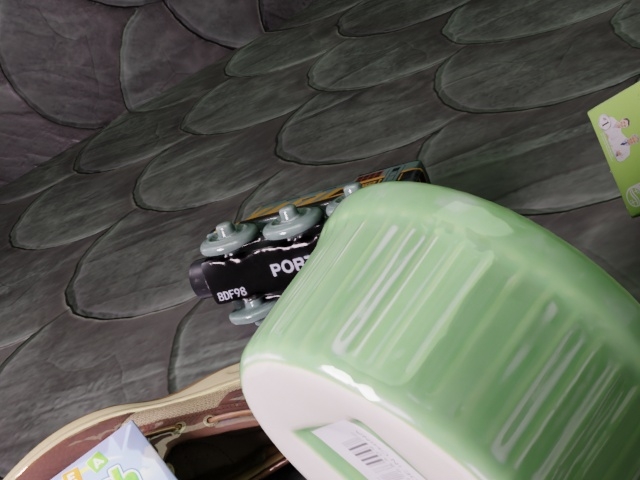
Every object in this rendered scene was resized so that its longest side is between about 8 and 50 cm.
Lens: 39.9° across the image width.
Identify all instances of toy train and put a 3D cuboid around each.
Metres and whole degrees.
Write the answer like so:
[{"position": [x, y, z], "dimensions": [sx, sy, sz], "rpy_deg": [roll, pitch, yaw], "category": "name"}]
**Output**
[{"position": [0.000, 0.000, 1.106], "dimensions": [0.333, 0.142, 0.190], "rpy_deg": [-15, 16, 23], "category": "toy train"}]

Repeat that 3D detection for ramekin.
[{"position": [0.087, 0.119, 0.626], "dimensions": [0.303, 0.303, 0.148], "rpy_deg": [8, 49, 48], "category": "ramekin"}]

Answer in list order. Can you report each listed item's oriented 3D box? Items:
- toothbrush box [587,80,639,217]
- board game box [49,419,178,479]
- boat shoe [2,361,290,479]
[{"position": [0.423, -0.135, 0.791], "dimensions": [0.206, 0.122, 0.283], "rpy_deg": [-14, -12, -30], "category": "toothbrush box"}, {"position": [-0.160, 0.275, 0.721], "dimensions": [0.160, 0.039, 0.211], "rpy_deg": [-36, 59, -20], "category": "board game box"}, {"position": [-0.156, 0.226, 0.835], "dimensions": [0.341, 0.123, 0.123], "rpy_deg": [-22, 25, -7], "category": "boat shoe"}]
